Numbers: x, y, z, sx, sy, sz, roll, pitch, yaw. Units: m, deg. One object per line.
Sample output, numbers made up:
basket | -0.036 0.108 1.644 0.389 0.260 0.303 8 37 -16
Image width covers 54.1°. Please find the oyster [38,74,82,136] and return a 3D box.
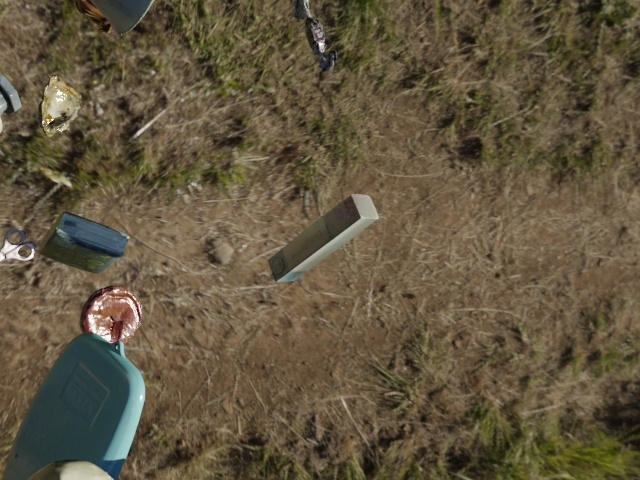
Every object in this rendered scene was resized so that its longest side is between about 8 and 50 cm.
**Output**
oyster | -0.650 -0.327 1.548 0.056 0.105 0.177 -11 63 19

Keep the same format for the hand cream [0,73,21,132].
hand cream | -0.361 -0.051 0.498 0.095 0.059 0.276 22 52 23

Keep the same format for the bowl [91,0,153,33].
bowl | -0.371 -0.550 1.126 0.146 0.313 0.313 20 86 -38

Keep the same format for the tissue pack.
tissue pack | -0.665 0.014 1.747 0.185 0.257 0.081 24 65 -26

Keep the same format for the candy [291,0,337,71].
candy | -0.020 -0.568 1.693 0.051 0.094 0.226 -27 93 -18

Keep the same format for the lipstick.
lipstick | 0.000 0.000 1.471 0.068 0.317 0.066 1 61 -45

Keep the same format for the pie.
pie | -0.595 0.218 1.782 0.182 0.049 0.182 -8 103 -40

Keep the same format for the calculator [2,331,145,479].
calculator | -0.448 0.352 1.130 0.054 0.256 0.386 26 91 -57

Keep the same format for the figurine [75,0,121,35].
figurine | -0.617 -0.682 1.708 0.263 0.142 0.189 50 40 -39

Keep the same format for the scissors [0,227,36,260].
scissors | -0.862 0.045 1.684 0.189 0.015 0.100 -42 119 -34

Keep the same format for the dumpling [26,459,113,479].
dumpling | -0.349 0.361 0.809 0.166 0.216 0.126 -36 98 -7
